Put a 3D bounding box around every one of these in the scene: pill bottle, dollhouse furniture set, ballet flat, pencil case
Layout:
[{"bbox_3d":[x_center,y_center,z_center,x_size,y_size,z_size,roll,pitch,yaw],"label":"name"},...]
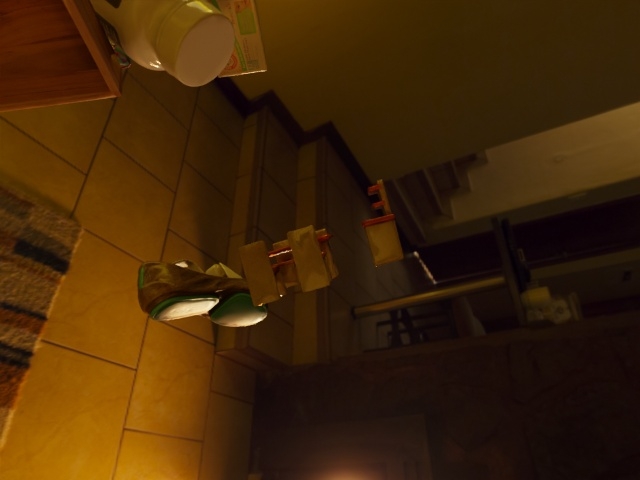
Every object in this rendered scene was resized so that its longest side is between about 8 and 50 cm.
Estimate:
[{"bbox_3d":[-0.305,-0.408,0.732,0.319,0.176,0.176,41,20,11],"label":"pill bottle"},{"bbox_3d":[0.000,0.000,0.743,0.262,0.259,0.135,-8,82,-85],"label":"dollhouse furniture set"},{"bbox_3d":[-0.226,0.098,0.858,0.124,0.116,0.342,58,17,24],"label":"ballet flat"},{"bbox_3d":[-0.475,-0.491,1.030,0.070,0.065,0.151,113,-18,-74],"label":"pencil case"}]

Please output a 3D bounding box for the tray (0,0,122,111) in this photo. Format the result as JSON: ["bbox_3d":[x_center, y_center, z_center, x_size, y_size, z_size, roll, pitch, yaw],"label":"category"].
[{"bbox_3d":[-0.528,-0.277,0.602,0.202,0.412,0.076,91,-13,-61],"label":"tray"}]

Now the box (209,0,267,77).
[{"bbox_3d":[-0.184,-0.465,0.900,0.203,0.114,0.103,81,-1,-47],"label":"box"}]
